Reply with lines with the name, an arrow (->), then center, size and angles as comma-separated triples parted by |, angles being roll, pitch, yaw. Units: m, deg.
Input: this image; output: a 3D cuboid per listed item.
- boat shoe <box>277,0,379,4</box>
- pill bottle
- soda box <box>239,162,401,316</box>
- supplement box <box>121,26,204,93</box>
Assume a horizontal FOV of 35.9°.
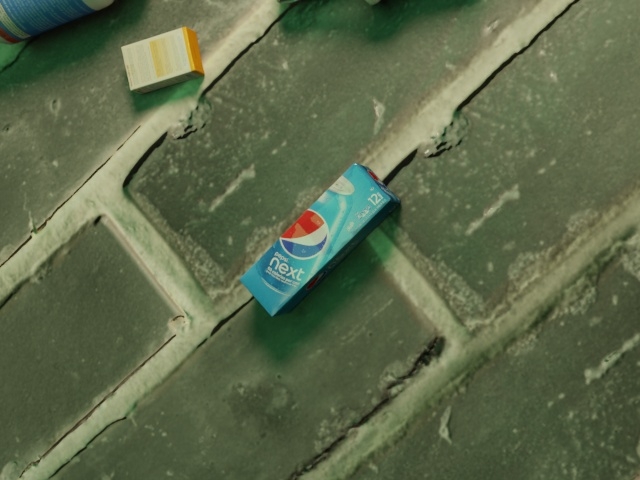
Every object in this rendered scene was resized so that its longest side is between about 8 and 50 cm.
boat shoe -> 0.068, -0.337, 1.215 | 0.277, 0.098, 0.096 | -1, 89, 26
pill bottle -> -0.348, -0.354, 1.320 | 0.221, 0.124, 0.124 | -17, 85, 16
soda box -> 0.000, 0.000, 1.240 | 0.210, 0.071, 0.067 | -46, 78, 11
supplement box -> -0.211, -0.240, 1.323 | 0.098, 0.036, 0.062 | -13, 86, 16
